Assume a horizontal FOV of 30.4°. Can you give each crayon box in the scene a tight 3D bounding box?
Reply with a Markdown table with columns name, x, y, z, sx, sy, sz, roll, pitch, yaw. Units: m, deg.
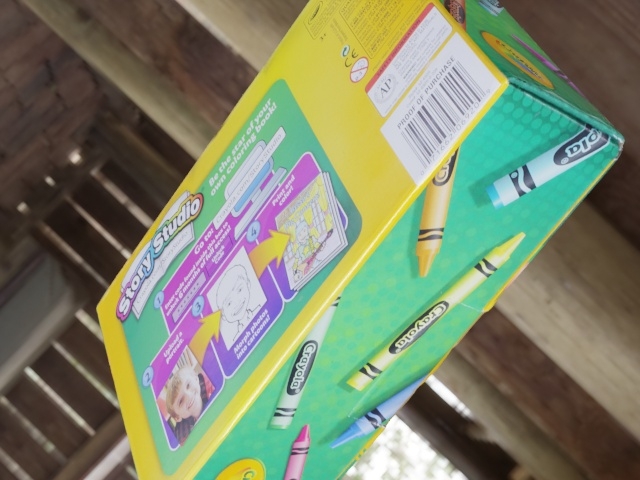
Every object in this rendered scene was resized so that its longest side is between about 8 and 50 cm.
| name | x | y | z | sx | sy | sz | roll | pitch | yaw |
| --- | --- | --- | --- | --- | --- | --- | --- | --- | --- |
| crayon box | 0.000 | 0.000 | 0.589 | 0.278 | 0.081 | 0.165 | -52 | -143 | 22 |
